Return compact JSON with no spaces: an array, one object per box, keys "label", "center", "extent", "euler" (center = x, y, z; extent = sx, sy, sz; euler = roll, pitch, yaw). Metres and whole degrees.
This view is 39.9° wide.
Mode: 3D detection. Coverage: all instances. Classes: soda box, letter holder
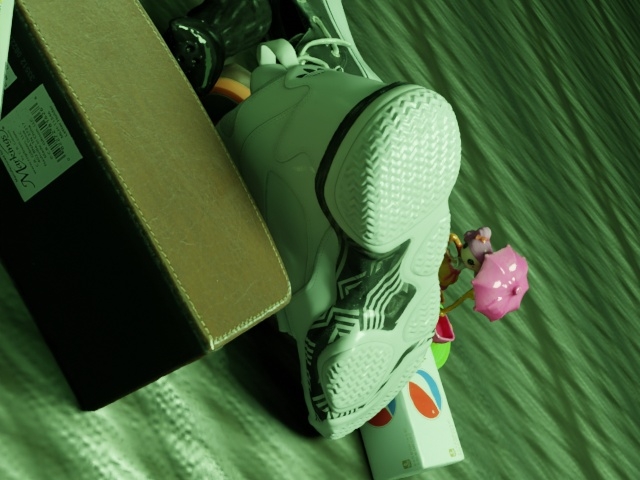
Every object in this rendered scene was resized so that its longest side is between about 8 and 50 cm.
[{"label":"soda box","center":[0.073,0.135,0.918],"extent":[0.074,0.069,0.216],"euler":[5,63,-47]},{"label":"letter holder","center":[-0.146,-0.055,0.723],"extent":[0.214,0.152,0.302],"euler":[-29,89,-55]}]

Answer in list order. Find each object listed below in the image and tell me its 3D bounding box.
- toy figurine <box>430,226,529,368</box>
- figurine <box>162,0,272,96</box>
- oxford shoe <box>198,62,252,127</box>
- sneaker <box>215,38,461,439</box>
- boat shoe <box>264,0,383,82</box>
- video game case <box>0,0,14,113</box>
[{"label":"toy figurine","center":[0.159,0.042,1.002],"extent":[0.130,0.159,0.173],"euler":[15,56,-44]},{"label":"figurine","center":[-0.136,-0.255,0.831],"extent":[0.215,0.092,0.209],"euler":[62,17,-22]},{"label":"oxford shoe","center":[-0.017,-0.083,0.937],"extent":[0.271,0.097,0.098],"euler":[46,34,-18]},{"label":"sneaker","center":[0.000,0.000,0.804],"extent":[0.137,0.366,0.210],"euler":[-23,44,-35]},{"label":"boat shoe","center":[-0.007,-0.198,1.006],"extent":[0.105,0.113,0.306],"euler":[4,61,-41]},{"label":"video game case","center":[-0.250,-0.061,0.571],"extent":[0.022,0.190,0.173],"euler":[18,54,-36]}]
